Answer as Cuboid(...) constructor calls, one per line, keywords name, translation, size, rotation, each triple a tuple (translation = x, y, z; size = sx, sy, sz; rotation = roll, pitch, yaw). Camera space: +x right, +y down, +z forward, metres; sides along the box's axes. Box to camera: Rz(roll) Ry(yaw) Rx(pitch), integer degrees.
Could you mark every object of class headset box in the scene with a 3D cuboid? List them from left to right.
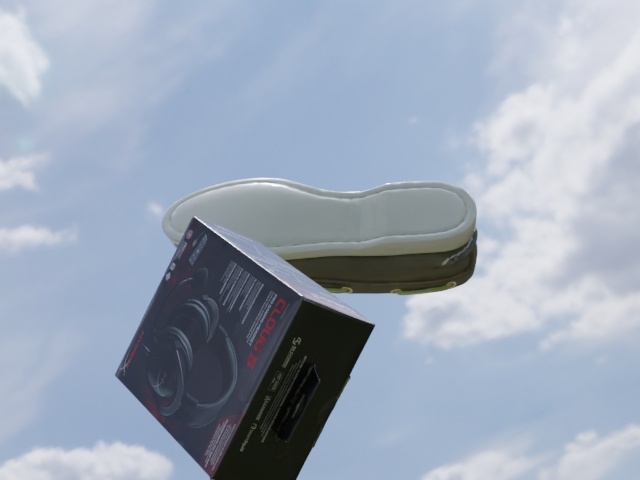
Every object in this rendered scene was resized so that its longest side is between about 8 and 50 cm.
Cuboid(name="headset box", translation=(-0.024, 0.037, 0.416), size=(0.032, 0.083, 0.062), rotation=(23, -83, -36))

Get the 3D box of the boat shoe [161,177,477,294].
Cuboid(name="boat shoe", translation=(-0.001, 0.003, 1.268), size=(0.305, 0.109, 0.091), rotation=(0, -44, 12))
